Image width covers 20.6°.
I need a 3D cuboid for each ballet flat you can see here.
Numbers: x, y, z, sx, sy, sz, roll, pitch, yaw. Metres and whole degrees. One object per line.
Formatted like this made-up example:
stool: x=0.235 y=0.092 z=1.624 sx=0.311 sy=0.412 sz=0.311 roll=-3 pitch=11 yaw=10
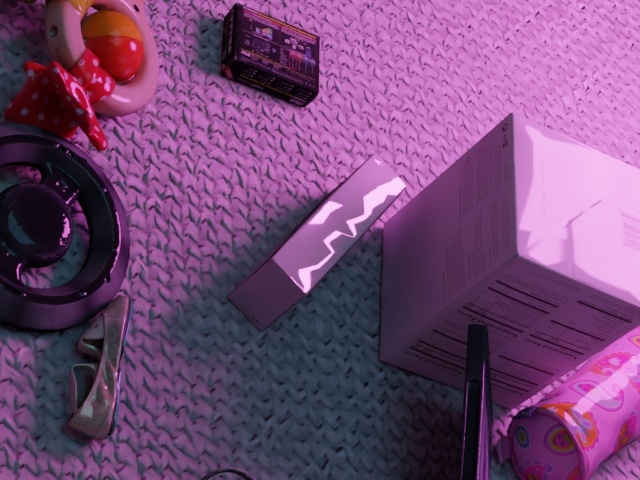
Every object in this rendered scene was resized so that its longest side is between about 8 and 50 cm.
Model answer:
ballet flat: x=-0.224 y=0.120 z=1.778 sx=0.052 sy=0.057 sz=0.168 roll=15 pitch=52 yaw=-16

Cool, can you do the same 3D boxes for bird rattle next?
bird rattle: x=-0.248 y=-0.215 z=1.942 sx=0.207 sy=0.143 sz=0.254 roll=8 pitch=58 yaw=-52

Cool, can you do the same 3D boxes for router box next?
router box: x=-0.060 y=-0.225 z=2.142 sx=0.122 sy=0.038 sz=0.092 roll=20 pitch=51 yaw=-25

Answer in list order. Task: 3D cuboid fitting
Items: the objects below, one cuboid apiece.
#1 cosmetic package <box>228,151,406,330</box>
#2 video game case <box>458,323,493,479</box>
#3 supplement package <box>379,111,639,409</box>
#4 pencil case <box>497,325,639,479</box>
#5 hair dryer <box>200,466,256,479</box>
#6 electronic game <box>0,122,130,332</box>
cosmetic package: x=0.000 y=0.000 z=1.992 sx=0.060 sy=0.099 sz=0.239 roll=45 pitch=46 yaw=-2
video game case: x=0.166 y=0.257 z=1.892 sx=0.026 sy=0.196 sz=0.274 roll=0 pitch=52 yaw=8
supplement package: x=0.221 y=0.030 z=2.017 sx=0.198 sy=0.262 sz=0.199 roll=22 pitch=51 yaw=-24
pencil case: x=0.330 y=0.197 z=2.091 sx=0.284 sy=0.124 sz=0.124 roll=-30 pitch=81 yaw=-43
hair dryer: x=-0.127 y=0.365 z=1.583 sx=0.080 sy=0.223 sz=0.294 roll=36 pitch=35 yaw=-68
electronic game: x=-0.299 y=-0.015 z=1.815 sx=0.229 sy=0.048 sz=0.229 roll=17 pitch=60 yaw=-31
